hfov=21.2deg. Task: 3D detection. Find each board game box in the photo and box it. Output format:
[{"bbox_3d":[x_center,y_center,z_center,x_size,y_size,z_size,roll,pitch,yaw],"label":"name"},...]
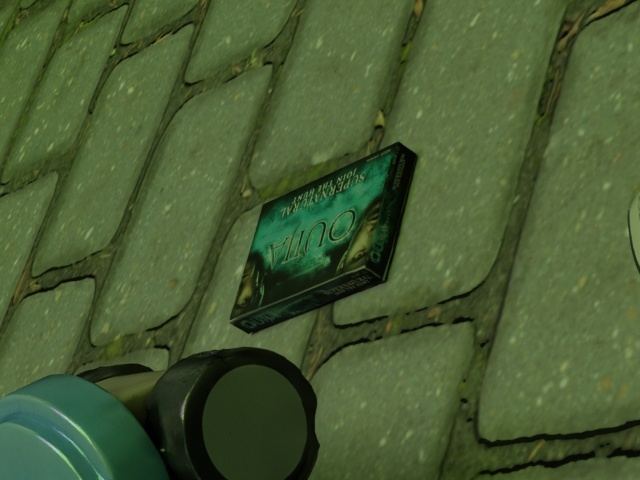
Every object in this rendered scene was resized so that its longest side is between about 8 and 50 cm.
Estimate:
[{"bbox_3d":[0.000,0.000,1.441,0.186,0.026,0.126,-24,42,47],"label":"board game box"}]

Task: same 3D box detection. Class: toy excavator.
[{"bbox_3d":[-0.180,0.325,1.076,0.445,0.432,0.222,-24,8,-34],"label":"toy excavator"}]

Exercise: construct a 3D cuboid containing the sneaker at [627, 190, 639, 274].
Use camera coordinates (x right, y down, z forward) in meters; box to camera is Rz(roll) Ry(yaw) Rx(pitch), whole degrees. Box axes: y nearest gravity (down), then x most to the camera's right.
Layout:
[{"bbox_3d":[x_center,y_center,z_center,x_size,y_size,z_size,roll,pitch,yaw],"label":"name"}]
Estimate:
[{"bbox_3d":[0.263,0.005,0.923,0.163,0.086,0.226,-55,35,29],"label":"sneaker"}]
